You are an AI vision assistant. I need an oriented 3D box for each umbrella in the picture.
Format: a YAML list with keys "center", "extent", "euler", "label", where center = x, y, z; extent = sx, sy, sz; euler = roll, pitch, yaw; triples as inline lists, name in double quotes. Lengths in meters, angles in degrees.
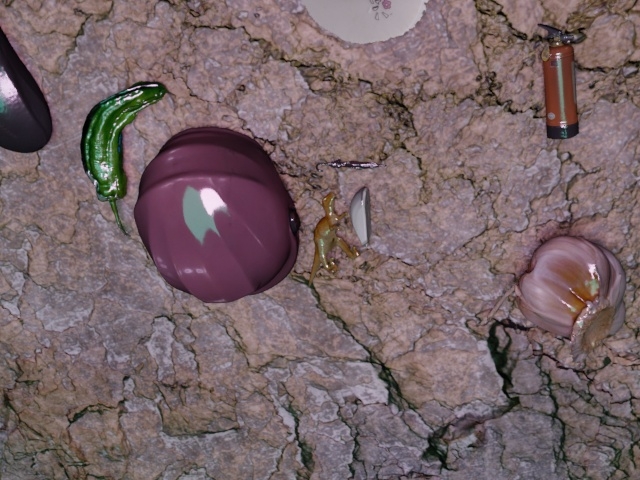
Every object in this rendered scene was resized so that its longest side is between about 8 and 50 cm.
- center: [0.051, -0.130, 1.143]
  extent: [0.122, 0.013, 0.022]
  euler: [-3, 125, 8]
  label: "umbrella"

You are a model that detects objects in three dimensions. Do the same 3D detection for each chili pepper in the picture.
- center: [-0.354, -0.154, 1.160]
  extent: [0.122, 0.065, 0.279]
  euler: [19, 110, 3]
  label: "chili pepper"

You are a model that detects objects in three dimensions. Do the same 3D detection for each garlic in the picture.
- center: [0.391, 0.121, 1.110]
  extent: [0.256, 0.207, 0.207]
  euler: [-37, 104, 28]
  label: "garlic"

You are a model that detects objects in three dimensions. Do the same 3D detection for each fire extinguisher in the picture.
- center: [0.367, -0.247, 1.032]
  extent: [0.062, 0.050, 0.177]
  euler: [10, 120, 46]
  label: "fire extinguisher"

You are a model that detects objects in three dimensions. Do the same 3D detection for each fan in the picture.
- center: [-0.024, -0.439, 0.976]
  extent: [0.414, 0.012, 0.233]
  euler: [34, 141, 5]
  label: "fan"

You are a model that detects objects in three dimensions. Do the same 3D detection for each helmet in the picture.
- center: [-0.180, -0.015, 1.128]
  extent: [0.270, 0.197, 0.338]
  euler: [-11, 110, 10]
  label: "helmet"

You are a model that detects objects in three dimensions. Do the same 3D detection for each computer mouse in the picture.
- center: [-0.569, -0.266, 1.131]
  extent: [0.137, 0.086, 0.270]
  euler: [-24, 107, 16]
  label: "computer mouse"
- center: [0.068, -0.039, 1.158]
  extent: [0.032, 0.056, 0.110]
  euler: [2, 116, 15]
  label: "computer mouse"

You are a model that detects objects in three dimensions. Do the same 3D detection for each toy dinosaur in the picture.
- center: [0.000, 0.000, 1.200]
  extent: [0.162, 0.039, 0.126]
  euler: [-32, 84, 41]
  label: "toy dinosaur"
